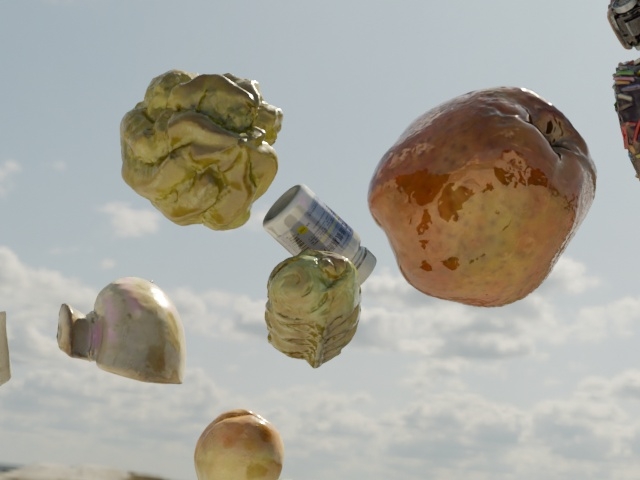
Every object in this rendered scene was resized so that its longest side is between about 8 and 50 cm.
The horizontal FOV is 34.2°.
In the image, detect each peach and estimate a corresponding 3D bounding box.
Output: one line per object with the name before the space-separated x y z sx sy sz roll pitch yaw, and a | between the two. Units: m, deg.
peach | -0.154 0.418 2.018 0.184 0.184 0.184 5 -14 1

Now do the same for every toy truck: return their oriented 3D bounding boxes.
toy truck | 0.499 -0.345 1.448 0.192 0.092 0.083 -22 -58 29

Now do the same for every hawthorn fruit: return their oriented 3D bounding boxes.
hawthorn fruit | 0.349 -0.097 2.151 0.472 0.471 0.472 5 -14 1

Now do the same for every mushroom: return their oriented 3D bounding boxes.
mushroom | -0.315 0.149 1.790 0.236 0.162 0.173 16 -3 -33

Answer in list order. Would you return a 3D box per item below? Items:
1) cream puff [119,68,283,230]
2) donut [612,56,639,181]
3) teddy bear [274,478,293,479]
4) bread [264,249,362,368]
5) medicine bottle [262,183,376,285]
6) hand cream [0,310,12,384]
cream puff | -0.194 -0.193 1.860 0.291 0.324 0.257 35 -40 -8
donut | 0.442 -0.122 1.250 0.096 0.216 0.230 -23 -35 35
teddy bear | 0.048 0.520 1.786 0.256 0.156 0.267 -3 30 -38
bread | -0.011 0.102 1.613 0.152 0.129 0.267 -22 -20 -10
medicine bottle | 0.000 0.000 1.749 0.187 0.102 0.103 43 -27 -16
hand cream | -0.626 0.206 1.974 0.087 0.054 0.186 -4 -51 -6
